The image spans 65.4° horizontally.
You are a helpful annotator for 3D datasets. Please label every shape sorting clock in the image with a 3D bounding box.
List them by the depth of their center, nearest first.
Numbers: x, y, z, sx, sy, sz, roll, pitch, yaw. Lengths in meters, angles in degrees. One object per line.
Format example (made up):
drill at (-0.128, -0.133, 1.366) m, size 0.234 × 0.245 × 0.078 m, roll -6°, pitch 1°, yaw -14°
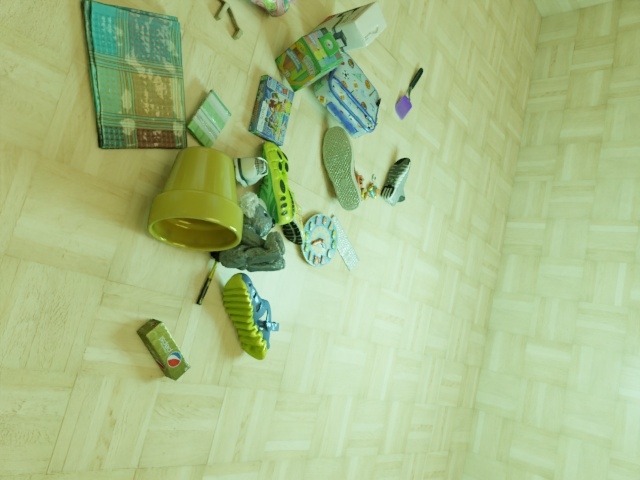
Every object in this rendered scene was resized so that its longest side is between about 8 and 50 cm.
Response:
shape sorting clock at (0.000, 0.000, 1.911) m, size 0.206 × 0.040 × 0.206 m, roll -11°, pitch 105°, yaw -45°

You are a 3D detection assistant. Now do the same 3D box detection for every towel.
towel at (-0.486, -0.435, 1.347) m, size 0.271 × 0.040 × 0.370 m, roll -11°, pitch 102°, yaw -46°
towel at (-0.339, -0.367, 1.515) m, size 0.152 × 0.023 × 0.113 m, roll -63°, pitch 144°, yaw -20°

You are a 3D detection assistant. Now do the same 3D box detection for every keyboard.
keyboard at (0.092, 0.014, 2.041) m, size 0.072 × 0.014 × 0.256 m, roll -52°, pitch 128°, yaw -31°

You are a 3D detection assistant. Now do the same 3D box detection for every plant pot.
plant pot at (-0.337, -0.121, 1.403) m, size 0.254 × 0.254 × 0.239 m, roll 28°, pitch 57°, yaw -45°

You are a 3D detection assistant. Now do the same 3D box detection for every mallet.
mallet at (-0.337, 0.114, 1.565) m, size 0.062 × 0.039 × 0.189 m, roll 24°, pitch 80°, yaw -49°

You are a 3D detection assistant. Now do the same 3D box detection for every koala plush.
koala plush at (-0.215, -0.028, 1.551) m, size 0.196 × 0.203 × 0.221 m, roll 102°, pitch -17°, yaw -69°

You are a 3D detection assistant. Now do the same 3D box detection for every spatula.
spatula at (0.423, -0.699, 2.332) m, size 0.084 × 0.030 × 0.296 m, roll 43°, pitch 63°, yaw -38°

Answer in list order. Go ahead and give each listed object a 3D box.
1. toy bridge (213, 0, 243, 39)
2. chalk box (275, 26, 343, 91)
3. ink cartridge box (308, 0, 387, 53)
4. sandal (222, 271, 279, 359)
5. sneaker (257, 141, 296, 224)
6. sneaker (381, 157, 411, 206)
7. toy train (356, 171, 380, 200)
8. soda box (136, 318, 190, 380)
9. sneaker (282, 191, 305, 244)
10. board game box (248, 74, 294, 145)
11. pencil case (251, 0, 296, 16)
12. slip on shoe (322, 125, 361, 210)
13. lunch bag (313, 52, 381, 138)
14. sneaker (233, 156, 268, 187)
toy bridge at (-0.303, -0.706, 1.533) m, size 0.188 × 0.026 × 0.063 m, roll 40°, pitch 63°, yaw -42°
chalk box at (-0.024, -0.622, 1.690) m, size 0.132 × 0.213 × 0.132 m, roll -40°, pitch 103°, yaw -37°
ink cartridge box at (0.094, -0.761, 1.810) m, size 0.172 × 0.237 × 0.100 m, roll -53°, pitch 129°, yaw -31°
sandal at (-0.222, 0.234, 1.645) m, size 0.138 × 0.126 × 0.317 m, roll -42°, pitch 131°, yaw -42°
sneaker at (-0.167, -0.193, 1.667) m, size 0.109 × 0.123 × 0.295 m, roll 11°, pitch 67°, yaw -55°
sneaker at (0.361, -0.257, 2.274) m, size 0.132 × 0.086 × 0.228 m, roll 43°, pitch 72°, yaw -46°
toy train at (0.205, -0.232, 2.119) m, size 0.166 × 0.046 × 0.125 m, roll -9°, pitch 101°, yaw -47°
soda box at (-0.450, 0.315, 1.434) m, size 0.061 × 0.058 × 0.181 m, roll -43°, pitch 123°, yaw -36°
sneaker at (-0.091, -0.082, 1.783) m, size 0.094 × 0.081 × 0.208 m, roll -45°, pitch 127°, yaw -44°
board game box at (-0.165, -0.441, 1.702) m, size 0.136 × 0.035 × 0.201 m, roll 21°, pitch 77°, yaw -47°
pencil case at (-0.208, -0.814, 1.561) m, size 0.284 × 0.124 × 0.124 m, roll 15°, pitch 82°, yaw -47°
slip on shoe at (0.088, -0.281, 1.956) m, size 0.101 × 0.123 × 0.331 m, roll -66°, pitch 141°, yaw -75°
lunch bag at (0.113, -0.545, 1.905) m, size 0.303 × 0.115 × 0.243 m, roll 39°, pitch 50°, yaw -35°
sneaker at (-0.207, -0.218, 1.558) m, size 0.235 × 0.095 × 0.090 m, roll -93°, pitch 171°, yaw -84°
